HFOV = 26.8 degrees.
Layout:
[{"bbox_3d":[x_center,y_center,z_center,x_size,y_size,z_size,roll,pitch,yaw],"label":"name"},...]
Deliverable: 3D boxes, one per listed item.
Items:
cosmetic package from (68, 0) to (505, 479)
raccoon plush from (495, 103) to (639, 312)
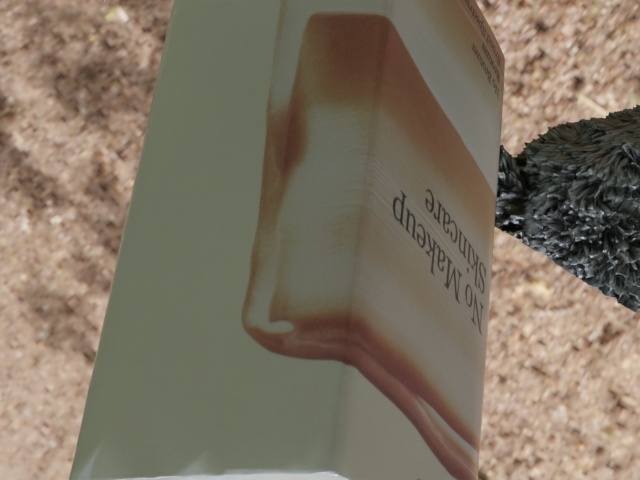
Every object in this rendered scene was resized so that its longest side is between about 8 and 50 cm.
[{"bbox_3d":[0.000,0.000,0.638,0.129,0.296,0.153,-7,149,26],"label":"cosmetic package"},{"bbox_3d":[0.306,-0.109,1.314,0.446,0.216,0.299,21,106,-34],"label":"raccoon plush"}]
